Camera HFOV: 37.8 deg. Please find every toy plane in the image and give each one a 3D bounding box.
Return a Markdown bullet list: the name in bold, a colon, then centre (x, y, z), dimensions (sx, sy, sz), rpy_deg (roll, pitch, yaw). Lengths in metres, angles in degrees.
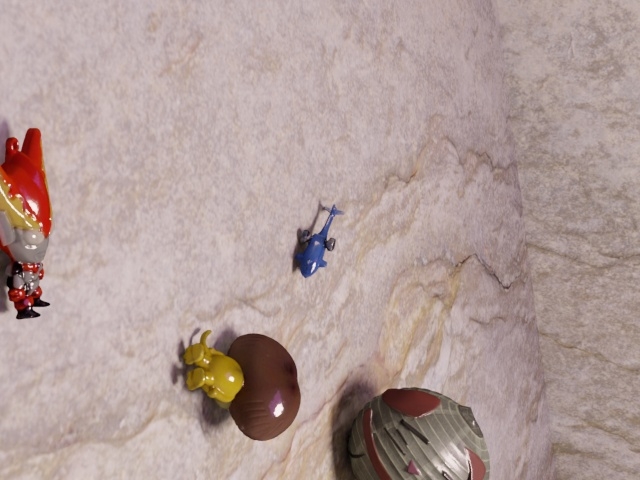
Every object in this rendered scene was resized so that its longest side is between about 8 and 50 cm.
- **toy plane**: centre (0.000, 0.000, 1.473), dimensions (0.062, 0.054, 0.167), rpy_deg (98, 11, -48)

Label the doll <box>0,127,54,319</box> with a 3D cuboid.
- **doll**: centre (-0.280, -0.013, 0.867), dimensions (0.109, 0.057, 0.169), rpy_deg (-65, 161, -70)

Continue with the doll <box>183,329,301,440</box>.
- **doll**: centre (-0.100, 0.175, 1.205), dimensions (0.188, 0.096, 0.145), rpy_deg (41, 31, -25)

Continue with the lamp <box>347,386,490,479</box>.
- **lamp**: centre (0.168, 0.358, 1.570), dimensions (0.265, 0.233, 0.233), rpy_deg (46, 35, -5)
